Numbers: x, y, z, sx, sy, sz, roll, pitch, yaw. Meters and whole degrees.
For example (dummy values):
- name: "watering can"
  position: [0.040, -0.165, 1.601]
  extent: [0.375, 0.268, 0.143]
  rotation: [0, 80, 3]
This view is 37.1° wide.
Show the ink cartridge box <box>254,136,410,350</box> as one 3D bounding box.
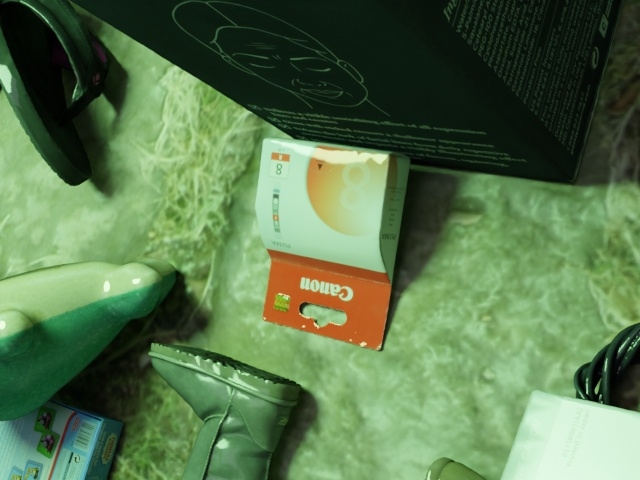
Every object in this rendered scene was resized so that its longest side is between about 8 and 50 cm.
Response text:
- name: "ink cartridge box"
  position: [0.000, 0.000, 0.880]
  extent: [0.145, 0.045, 0.179]
  rotation: [11, 93, 35]

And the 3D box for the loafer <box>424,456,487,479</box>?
- name: "loafer"
  position: [0.101, 0.247, 0.749]
  extent: [0.050, 0.056, 0.148]
  rotation: [-2, 74, 39]

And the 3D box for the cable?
- name: "cable"
  position: [0.272, 0.116, 0.685]
  extent: [0.184, 0.047, 0.151]
  rotation: [21, 87, 36]

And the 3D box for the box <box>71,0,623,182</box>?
- name: "box"
  position: [0.025, -0.217, 0.737]
  extent: [0.293, 0.395, 0.212]
  rotation: [12, 82, 35]

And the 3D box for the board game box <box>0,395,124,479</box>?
- name: "board game box"
  position: [-0.320, 0.245, 1.035]
  extent: [0.211, 0.039, 0.160]
  rotation: [11, 81, 34]

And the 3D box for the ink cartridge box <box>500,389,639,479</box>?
- name: "ink cartridge box"
  position: [0.191, 0.237, 0.541]
  extent: [0.239, 0.060, 0.275]
  rotation: [4, 64, 47]

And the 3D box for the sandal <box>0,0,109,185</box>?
- name: "sandal"
  position: [-0.332, -0.267, 1.139]
  extent: [0.107, 0.167, 0.446]
  rotation: [-25, 62, 5]

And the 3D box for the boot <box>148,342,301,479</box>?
- name: "boot"
  position: [-0.116, 0.214, 0.902]
  extent: [0.189, 0.076, 0.208]
  rotation: [16, 91, 38]

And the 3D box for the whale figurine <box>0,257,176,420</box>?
- name: "whale figurine"
  position: [-0.276, 0.099, 0.979]
  extent: [0.272, 0.216, 0.141]
  rotation: [-16, 94, 2]
